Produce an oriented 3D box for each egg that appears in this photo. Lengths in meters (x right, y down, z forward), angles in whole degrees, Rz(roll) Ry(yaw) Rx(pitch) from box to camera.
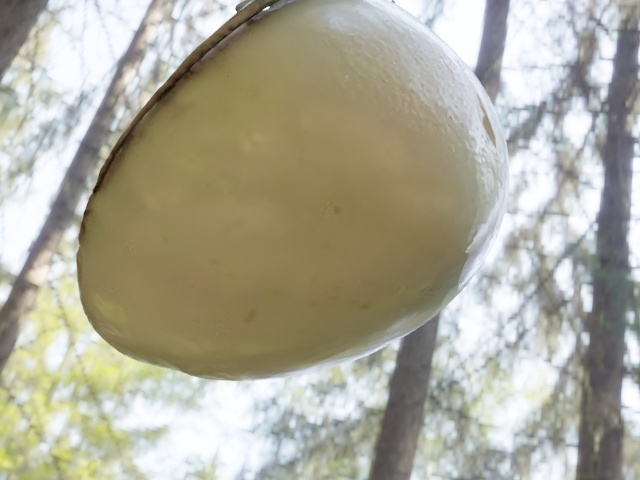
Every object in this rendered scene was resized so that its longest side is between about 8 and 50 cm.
[{"bbox_3d":[-0.002,-0.001,0.928,0.174,0.264,0.286,46,-69,27],"label":"egg"}]
